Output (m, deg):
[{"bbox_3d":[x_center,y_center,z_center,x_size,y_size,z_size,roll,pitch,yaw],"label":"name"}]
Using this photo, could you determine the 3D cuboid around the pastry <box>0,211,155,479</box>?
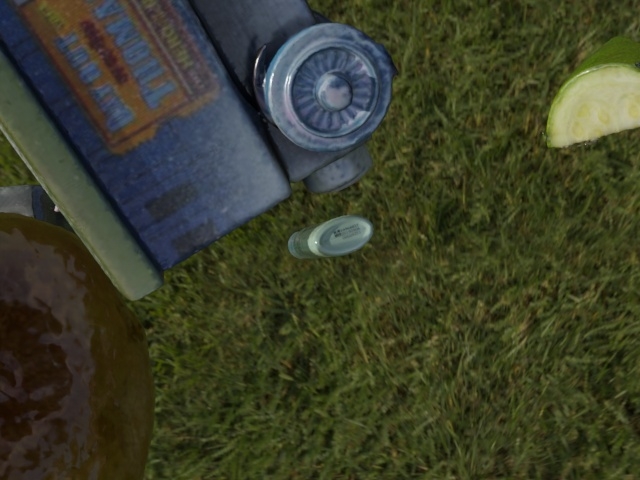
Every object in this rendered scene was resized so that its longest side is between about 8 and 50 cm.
[{"bbox_3d":[-0.285,0.119,0.650,0.356,0.164,0.356,19,50,-25],"label":"pastry"}]

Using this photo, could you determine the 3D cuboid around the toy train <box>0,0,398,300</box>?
[{"bbox_3d":[-0.095,-0.125,0.464,0.202,0.131,0.299,-30,115,-1],"label":"toy train"}]

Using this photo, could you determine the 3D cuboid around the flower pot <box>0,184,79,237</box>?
[{"bbox_3d":[-0.293,0.016,0.934,0.103,0.229,0.108,-3,80,-4],"label":"flower pot"}]

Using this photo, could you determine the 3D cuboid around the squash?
[{"bbox_3d":[0.427,-0.228,1.235,0.203,0.289,0.111,-12,104,39],"label":"squash"}]

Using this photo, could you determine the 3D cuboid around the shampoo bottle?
[{"bbox_3d":[0.000,0.000,1.022,0.069,0.191,0.041,-23,93,-16],"label":"shampoo bottle"}]
